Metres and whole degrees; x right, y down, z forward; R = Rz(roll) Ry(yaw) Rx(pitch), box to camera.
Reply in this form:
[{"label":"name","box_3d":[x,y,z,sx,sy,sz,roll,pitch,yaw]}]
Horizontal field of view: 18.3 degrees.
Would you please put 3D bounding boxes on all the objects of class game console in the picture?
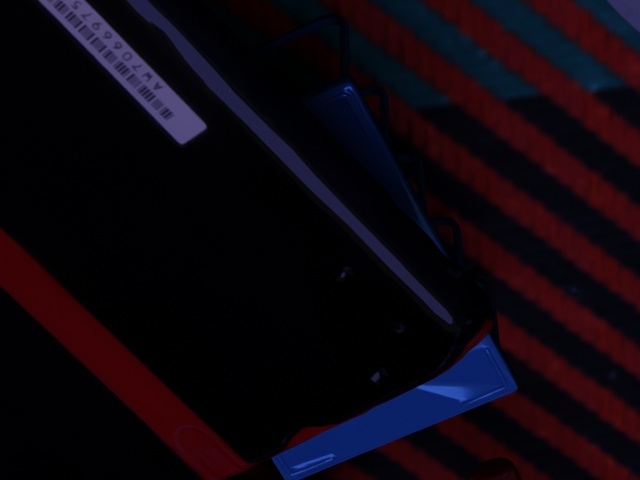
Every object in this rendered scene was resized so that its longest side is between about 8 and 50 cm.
[{"label":"game console","box_3d":[-0.159,-0.036,0.838,0.386,0.060,0.342,45,134,-14]}]

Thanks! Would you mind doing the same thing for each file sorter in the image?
[{"label":"file sorter","box_3d":[0.000,0.000,0.917,0.118,0.104,0.170,-24,115,14]}]

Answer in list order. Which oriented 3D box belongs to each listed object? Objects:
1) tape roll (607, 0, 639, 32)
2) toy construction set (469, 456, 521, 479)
[{"label":"tape roll","box_3d":[0.204,-0.179,0.836,0.219,0.072,0.219,0,119,0]},{"label":"toy construction set","box_3d":[-0.009,0.262,0.970,0.308,0.257,0.237,-21,111,9]}]
